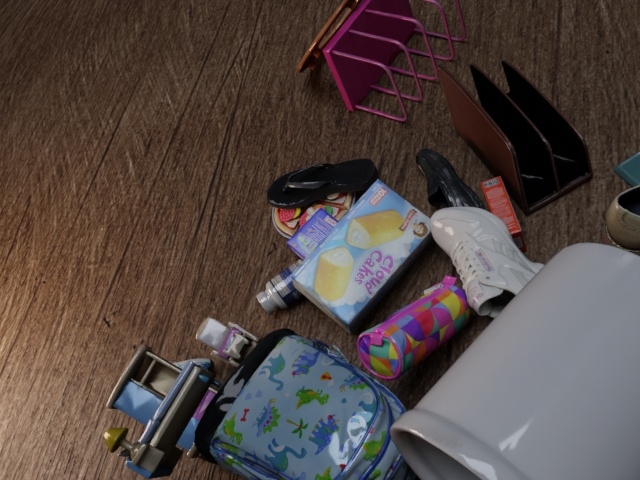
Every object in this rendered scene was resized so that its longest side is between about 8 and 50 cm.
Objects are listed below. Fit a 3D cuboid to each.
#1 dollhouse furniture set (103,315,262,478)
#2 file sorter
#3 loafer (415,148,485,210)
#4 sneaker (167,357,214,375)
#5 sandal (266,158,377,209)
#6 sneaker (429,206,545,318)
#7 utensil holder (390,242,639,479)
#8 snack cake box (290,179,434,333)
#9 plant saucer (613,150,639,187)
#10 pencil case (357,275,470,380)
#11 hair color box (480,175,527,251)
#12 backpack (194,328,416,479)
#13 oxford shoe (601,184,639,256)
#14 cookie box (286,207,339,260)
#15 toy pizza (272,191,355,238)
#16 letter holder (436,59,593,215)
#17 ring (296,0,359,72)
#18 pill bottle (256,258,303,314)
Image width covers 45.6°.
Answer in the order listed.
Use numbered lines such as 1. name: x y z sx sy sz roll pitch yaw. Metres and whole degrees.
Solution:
1. dollhouse furniture set: -0.276 0.238 1.348 0.198 0.303 0.286 27 80 10
2. file sorter: 0.185 -0.449 1.761 0.182 0.202 0.290 25 69 33
3. loafer: 0.249 -0.106 1.556 0.078 0.076 0.223 -28 52 -6
4. sneaker: -0.307 0.268 1.558 0.191 0.071 0.082 -20 41 8
5. sandal: -0.003 -0.137 1.670 0.255 0.054 0.097 -14 52 16
6. sneaker: 0.293 0.046 1.346 0.152 0.114 0.305 -22 51 -35
7. utensil holder: 0.346 0.238 1.081 0.385 0.327 0.328 -45 49 -16
8. snack cake box: 0.087 0.032 1.492 0.152 0.089 0.264 39 77 16
9. plant saucer: 0.629 -0.097 1.406 0.067 0.018 0.192 -33 48 0
10. pencil case: 0.167 0.151 1.329 0.105 0.104 0.236 19 33 35
11. hair color box: 0.352 -0.047 1.466 0.043 0.072 0.141 -19 49 12
12. backpack: -0.006 0.317 1.281 0.356 0.273 0.290 31 67 23
13. oxford shoe: 0.675 -0.063 1.258 0.397 0.146 0.140 -16 59 9
14. cookie box: 0.000 0.000 1.607 0.092 0.040 0.107 40 79 22
15. toy pizza: -0.019 -0.088 1.701 0.201 0.032 0.201 -13 52 17
16. letter holder: 0.375 -0.242 1.503 0.152 0.214 0.301 -30 48 3
17. ring: 0.057 -0.538 1.861 0.032 0.336 0.336 39 74 -4
18. pill bottle: -0.069 0.098 1.566 0.120 0.067 0.067 -36 49 -2
